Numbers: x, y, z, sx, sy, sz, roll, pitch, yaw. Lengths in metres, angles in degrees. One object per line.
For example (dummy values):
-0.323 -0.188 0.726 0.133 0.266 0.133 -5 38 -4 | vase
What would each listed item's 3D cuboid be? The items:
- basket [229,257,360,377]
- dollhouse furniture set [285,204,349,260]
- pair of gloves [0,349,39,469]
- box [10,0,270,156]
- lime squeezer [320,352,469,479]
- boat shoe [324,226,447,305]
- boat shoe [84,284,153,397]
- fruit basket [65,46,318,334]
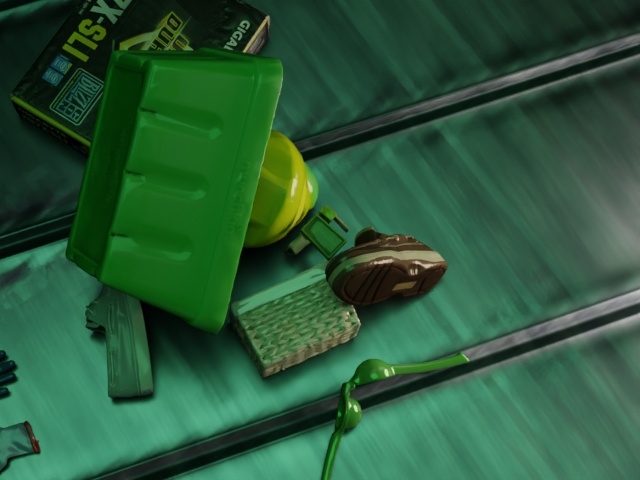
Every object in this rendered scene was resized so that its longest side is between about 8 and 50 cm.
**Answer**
-0.033 0.113 1.962 0.167 0.113 0.103 -24 78 -9 | basket
0.000 0.000 1.983 0.058 0.151 0.076 44 80 1 | dollhouse furniture set
-0.489 0.245 1.947 0.159 0.023 0.198 -18 75 -10 | pair of gloves
-0.267 -0.263 2.087 0.257 0.079 0.322 31 74 9 | box
0.067 0.240 1.968 0.310 0.059 0.110 -45 110 -16 | lime squeezer
0.074 0.030 1.946 0.095 0.257 0.095 -49 64 20 | boat shoe
-0.293 0.112 1.967 0.081 0.079 0.227 -11 77 -10 | boat shoe
-0.129 -0.073 1.883 0.392 0.283 0.392 -6 104 -26 | fruit basket
